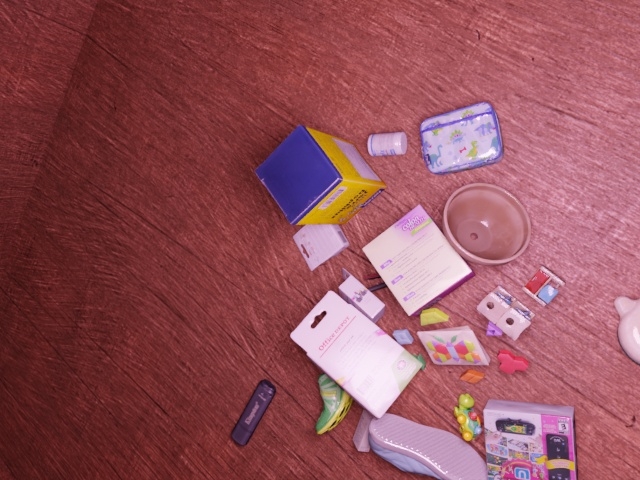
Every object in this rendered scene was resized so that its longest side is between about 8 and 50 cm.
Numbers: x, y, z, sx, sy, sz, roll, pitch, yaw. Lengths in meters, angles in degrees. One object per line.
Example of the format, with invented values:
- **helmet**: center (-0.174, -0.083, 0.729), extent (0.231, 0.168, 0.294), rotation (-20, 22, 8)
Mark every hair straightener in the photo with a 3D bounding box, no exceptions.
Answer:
- **hair straightener**: center (0.246, 0.135, 1.522), extent (0.230, 0.047, 0.089), rotation (-13, 77, 22)

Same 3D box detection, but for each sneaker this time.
- **sneaker**: center (0.316, 0.648, 1.480), extent (0.366, 0.135, 0.150), rotation (23, 136, 19)
- **sneaker**: center (0.048, 0.491, 1.612), extent (0.123, 0.109, 0.295), rotation (23, 93, 27)

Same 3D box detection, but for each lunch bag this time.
- **lunch bag**: center (0.399, -0.288, 1.399), extent (0.219, 0.090, 0.176), rotation (-9, 85, 27)

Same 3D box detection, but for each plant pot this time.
- **plant pot**: center (0.440, -0.030, 1.347), extent (0.237, 0.110, 0.237), rotation (2, 66, -4)

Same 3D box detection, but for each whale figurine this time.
- **whale figurine**: center (0.828, 0.184, 1.185), extent (0.216, 0.141, 0.272), rotation (14, 74, 26)

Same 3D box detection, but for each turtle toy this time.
- **turtle toy**: center (0.426, 0.511, 1.421), extent (0.066, 0.095, 0.130), rotation (-18, 84, 6)

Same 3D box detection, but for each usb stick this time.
- **usb stick**: center (-0.246, 0.633, 1.799), extent (0.077, 0.045, 0.278), rotation (36, 107, 23)

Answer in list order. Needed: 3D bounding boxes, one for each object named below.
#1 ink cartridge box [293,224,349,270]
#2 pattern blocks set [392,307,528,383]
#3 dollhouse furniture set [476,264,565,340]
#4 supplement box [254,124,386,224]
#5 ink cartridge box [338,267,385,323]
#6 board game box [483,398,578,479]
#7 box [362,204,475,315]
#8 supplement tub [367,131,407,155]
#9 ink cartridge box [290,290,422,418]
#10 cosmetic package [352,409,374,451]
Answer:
- **ink cartridge box**: center (0.000, 0.000, 1.658), extent (0.179, 0.045, 0.145), rotation (-41, 74, 42)
- **pattern blocks set**: center (0.376, 0.303, 1.384), extent (0.285, 0.026, 0.325), rotation (48, 137, -12)
- **dollhouse furniture set**: center (0.537, 0.146, 1.318), extent (0.129, 0.129, 0.183), rotation (42, 111, 20)
- **supplement box**: center (0.013, -0.179, 1.453), extent (0.195, 0.356, 0.194), rotation (-42, 73, 23)
- **ink cartridge box**: center (0.116, 0.179, 1.549), extent (0.061, 0.104, 0.181), rotation (-43, 69, -15)
- **board game box**: center (0.575, 0.605, 1.337), extent (0.224, 0.097, 0.303), rotation (-4, 91, 28)
- **box**: center (0.284, 0.062, 1.425), extent (0.213, 0.117, 0.243), rotation (-39, 69, 13)
- **supplement tub**: center (0.205, -0.296, 1.509), extent (0.107, 0.071, 0.071), rotation (2, 93, 29)
- **ink cartridge box**: center (0.102, 0.343, 1.495), extent (0.353, 0.119, 0.207), rotation (40, 76, 15)
- **cosmetic package**: center (0.147, 0.612, 1.578), extent (0.041, 0.060, 0.115), rotation (14, 103, -19)
